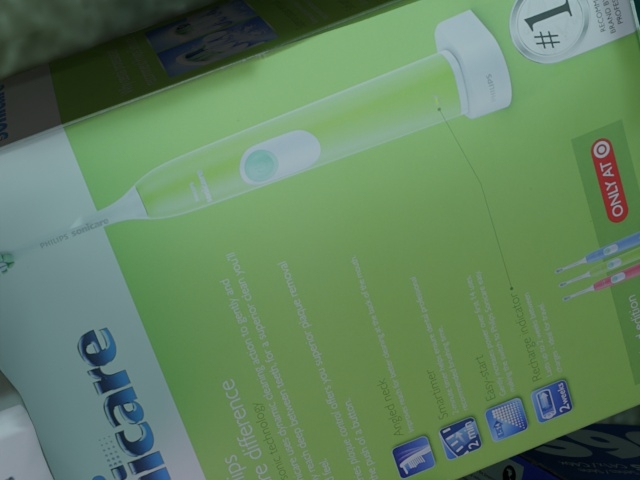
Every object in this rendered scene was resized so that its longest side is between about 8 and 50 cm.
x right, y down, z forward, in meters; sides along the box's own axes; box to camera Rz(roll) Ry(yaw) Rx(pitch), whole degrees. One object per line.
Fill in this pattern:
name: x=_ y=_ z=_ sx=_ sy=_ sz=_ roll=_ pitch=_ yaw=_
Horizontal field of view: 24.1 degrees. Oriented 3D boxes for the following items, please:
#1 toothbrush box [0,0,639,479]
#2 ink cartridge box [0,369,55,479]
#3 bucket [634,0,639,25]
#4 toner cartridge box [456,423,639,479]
toothbrush box: x=0.000 y=0.000 z=0.642 sx=0.283 sy=0.122 sz=0.206 roll=-22 pitch=112 yaw=-6
ink cartridge box: x=-0.246 y=0.131 z=0.533 sx=0.289 sy=0.211 sz=0.122 roll=-24 pitch=114 yaw=-19
bucket: x=0.236 y=-0.173 z=0.717 sx=0.281 sy=0.183 sz=0.281 roll=-6 pitch=105 yaw=-25
toner cartridge box: x=0.253 y=0.161 z=0.819 sx=0.347 sy=0.165 sz=0.075 roll=6 pitch=100 yaw=-29
